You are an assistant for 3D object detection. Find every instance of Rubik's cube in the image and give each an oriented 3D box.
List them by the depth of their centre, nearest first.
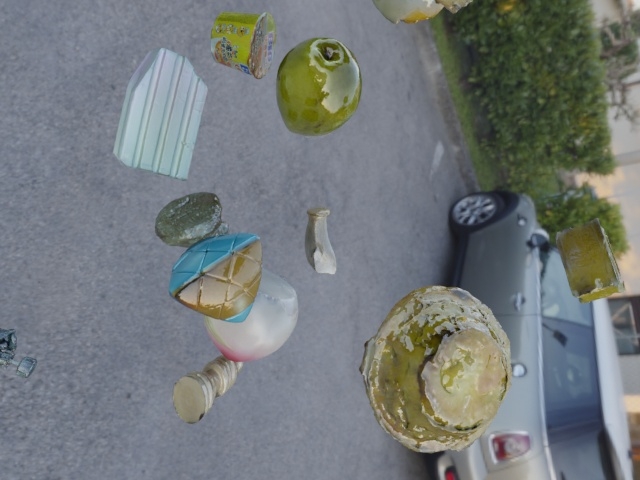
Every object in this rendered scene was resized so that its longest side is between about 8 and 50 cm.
[{"bbox_3d":[-0.247,0.042,1.250,0.254,0.254,0.255,28,57,-55],"label":"Rubik's cube"}]

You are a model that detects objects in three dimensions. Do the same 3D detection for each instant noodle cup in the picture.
[{"bbox_3d":[-0.244,-0.627,1.590,0.205,0.152,0.205,17,90,-81],"label":"instant noodle cup"}]

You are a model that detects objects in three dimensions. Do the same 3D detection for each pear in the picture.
[{"bbox_3d":[-0.010,-0.435,1.467,0.307,0.252,0.253,117,-22,-53],"label":"pear"}]

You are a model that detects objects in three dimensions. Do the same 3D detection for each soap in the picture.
[{"bbox_3d":[-0.464,-0.367,1.477,0.208,0.115,0.347,11,95,-35],"label":"soap"},{"bbox_3d":[0.801,0.061,1.511,0.076,0.134,0.234,33,45,-37],"label":"soap"}]

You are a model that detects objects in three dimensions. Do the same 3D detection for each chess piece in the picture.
[{"bbox_3d":[-0.328,0.429,1.582,0.139,0.124,0.307,64,21,-2],"label":"chess piece"}]

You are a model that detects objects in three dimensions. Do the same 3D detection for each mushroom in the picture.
[{"bbox_3d":[-0.007,0.004,1.811,0.096,0.108,0.247,-15,101,-51],"label":"mushroom"}]

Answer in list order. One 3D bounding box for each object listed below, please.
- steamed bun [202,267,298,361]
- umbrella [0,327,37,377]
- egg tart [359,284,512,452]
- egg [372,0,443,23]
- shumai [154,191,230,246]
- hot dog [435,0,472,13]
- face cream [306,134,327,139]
[{"bbox_3d":[-0.230,0.243,1.559,0.309,0.309,0.310,28,57,-55],"label":"steamed bun"},{"bbox_3d":[-0.865,0.248,1.216,0.348,0.094,0.143,26,84,-10],"label":"umbrella"},{"bbox_3d":[0.245,0.256,0.962,0.340,0.129,0.342,-1,94,-19],"label":"egg tart"},{"bbox_3d":[0.239,-0.722,1.299,0.264,0.286,0.174,51,21,7],"label":"egg"},{"bbox_3d":[-0.417,-0.025,1.705,0.272,0.221,0.204,-47,140,-44],"label":"shumai"},{"bbox_3d":[0.164,-0.678,1.017,0.365,0.196,0.368,22,67,-13],"label":"hot dog"},{"bbox_3d":[-0.022,-0.497,1.913,0.177,0.177,0.153,20,36,-58],"label":"face cream"}]
